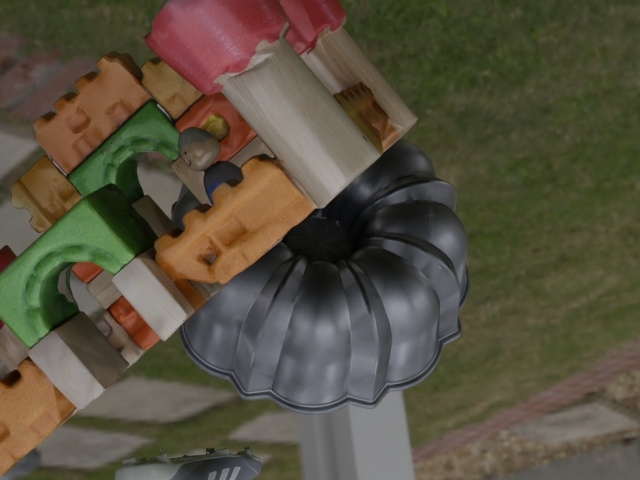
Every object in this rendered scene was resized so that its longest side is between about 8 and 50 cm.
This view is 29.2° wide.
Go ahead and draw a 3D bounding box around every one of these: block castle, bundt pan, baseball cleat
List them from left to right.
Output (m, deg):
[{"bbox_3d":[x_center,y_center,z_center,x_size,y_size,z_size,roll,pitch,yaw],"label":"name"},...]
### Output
[{"bbox_3d":[-0.161,-0.026,0.925,0.453,0.213,0.303,-40,-179,17],"label":"block castle"},{"bbox_3d":[-0.132,0.265,1.250,0.072,0.109,0.206,-17,165,36],"label":"baseball cleat"},{"bbox_3d":[0.000,0.000,1.228,0.331,0.331,0.124,-3,148,-10],"label":"bundt pan"}]
